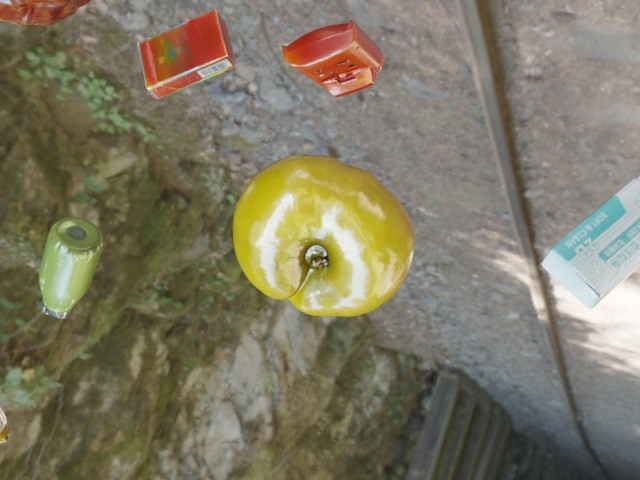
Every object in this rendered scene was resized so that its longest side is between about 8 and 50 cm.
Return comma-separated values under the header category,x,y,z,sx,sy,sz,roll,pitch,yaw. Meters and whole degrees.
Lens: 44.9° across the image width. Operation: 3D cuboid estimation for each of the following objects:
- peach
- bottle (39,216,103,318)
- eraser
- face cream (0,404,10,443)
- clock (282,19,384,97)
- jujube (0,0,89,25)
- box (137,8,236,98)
category,x,y,z,sx,sy,sz,roll,pitch,yaw
peach,0.000,0.000,0.750,0.179,0.103,0.179,10,134,10
bottle,-0.550,0.070,1.681,0.112,0.112,0.260,21,130,-10
eraser,0.423,-0.005,1.092,0.095,0.225,0.052,46,158,22
face cream,-0.663,0.329,1.514,0.051,0.072,0.182,7,131,21
clock,0.023,-0.266,1.154,0.113,0.061,0.155,-15,170,19
jujube,-0.307,-0.326,0.834,0.174,0.174,0.250,26,157,-28
box,-0.256,-0.355,1.486,0.175,0.112,0.048,-19,161,12
